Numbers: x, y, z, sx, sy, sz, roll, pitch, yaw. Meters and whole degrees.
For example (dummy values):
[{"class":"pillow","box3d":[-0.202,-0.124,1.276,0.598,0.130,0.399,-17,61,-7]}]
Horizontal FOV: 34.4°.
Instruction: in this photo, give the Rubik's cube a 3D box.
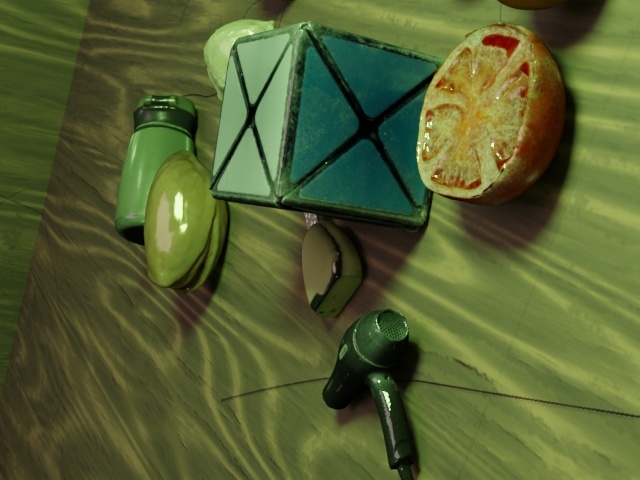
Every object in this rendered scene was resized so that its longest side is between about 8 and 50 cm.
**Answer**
[{"class":"Rubik's cube","box3d":[0.005,-0.159,1.510,0.254,0.259,0.260,7,86,63]}]

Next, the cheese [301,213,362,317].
[{"class":"cheese","box3d":[0.000,0.000,1.679,0.127,0.054,0.252,-57,35,36]}]

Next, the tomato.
[{"class":"tomato","box3d":[0.221,-0.146,1.281,0.236,0.095,0.237,-34,49,50]}]

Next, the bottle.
[{"class":"bottle","box3d":[-0.352,-0.167,2.274,0.168,0.168,0.347,-31,50,55]}]

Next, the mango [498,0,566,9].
[{"class":"mango","box3d":[0.247,-0.397,1.231,0.139,0.175,0.255,139,135,-63]}]

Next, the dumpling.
[{"class":"dumpling","box3d":[-0.133,-0.321,1.959,0.258,0.147,0.193,-18,95,53]}]

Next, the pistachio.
[{"class":"pistachio","box3d":[-0.275,-0.041,2.069,0.181,0.162,0.293,-9,76,37]}]

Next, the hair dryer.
[{"class":"hair dryer","box3d":[0.078,0.251,1.432,0.235,0.091,0.272,120,143,-49]}]
